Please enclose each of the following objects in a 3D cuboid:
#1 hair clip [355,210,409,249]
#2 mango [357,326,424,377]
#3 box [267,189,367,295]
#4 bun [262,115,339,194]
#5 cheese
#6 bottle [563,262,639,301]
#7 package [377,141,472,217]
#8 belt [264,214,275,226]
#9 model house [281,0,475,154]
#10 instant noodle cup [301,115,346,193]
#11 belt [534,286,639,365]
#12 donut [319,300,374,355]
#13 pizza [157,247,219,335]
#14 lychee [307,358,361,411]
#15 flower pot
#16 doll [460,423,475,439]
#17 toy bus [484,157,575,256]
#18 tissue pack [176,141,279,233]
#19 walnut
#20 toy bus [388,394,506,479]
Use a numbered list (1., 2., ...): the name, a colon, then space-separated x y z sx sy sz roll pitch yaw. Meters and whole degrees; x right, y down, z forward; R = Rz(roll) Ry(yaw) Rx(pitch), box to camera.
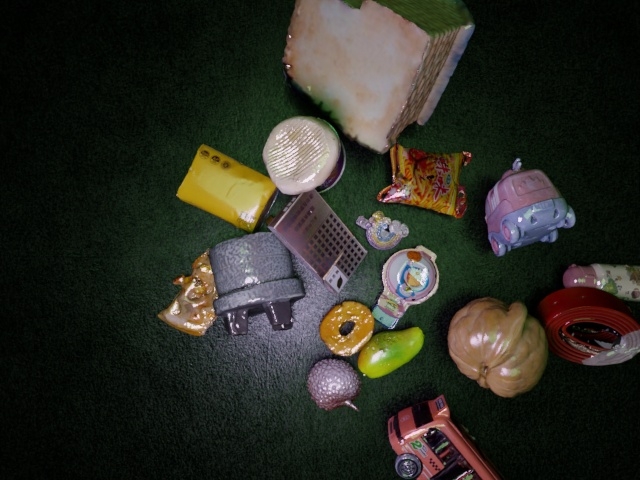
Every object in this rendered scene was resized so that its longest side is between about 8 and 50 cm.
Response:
1. hair clip: 0.198 -0.029 1.662 0.172 0.049 0.116 28 102 -9
2. mango: 0.221 0.345 1.623 0.233 0.111 0.125 -34 96 1
3. box: 0.001 -0.001 1.554 0.325 0.047 0.180 48 69 -31
4. bun: -0.046 -0.236 1.422 0.231 0.133 0.230 -3 84 25
5. cheese: 0.271 0.148 1.644 0.189 0.074 0.285 34 90 1
6. bottle: 0.911 0.133 1.634 0.254 0.120 0.120 2 89 0
7. package: 0.335 -0.202 1.636 0.289 0.108 0.223 12 84 -8
8. belt: -0.143 -0.042 1.646 0.036 0.059 0.083 -40 102 0
9. model house: 0.185 -0.558 1.521 0.446 0.394 0.400 38 49 20
10. instant noodle cup: -0.039 -0.270 1.583 0.252 0.190 0.250 0 90 -1
11. belt: 0.844 0.269 1.588 0.324 0.115 0.227 14 121 -2
12. donut: 0.090 0.282 1.622 0.179 0.065 0.162 -35 63 -1
13. pizza: -0.379 0.163 1.633 0.189 0.071 0.296 34 88 0
14. lychee: 0.048 0.457 1.590 0.165 0.165 0.197 -33 57 -1
15. flower pot: -0.196 0.145 1.549 0.300 0.299 0.282 -15 77 -1
16. doll: 0.461 0.629 1.661 0.057 0.039 0.114 -25 96 22
17. toy bus: 0.612 -0.099 1.564 0.198 0.294 0.231 -16 72 0
18. tissue pack: -0.284 -0.158 1.606 0.271 0.134 0.192 26 90 0
19. walnut: 0.538 0.309 1.553 0.297 0.285 0.285 27 89 19
20. toy bus: 0.402 0.699 1.563 0.233 0.203 0.426 -39 91 7
